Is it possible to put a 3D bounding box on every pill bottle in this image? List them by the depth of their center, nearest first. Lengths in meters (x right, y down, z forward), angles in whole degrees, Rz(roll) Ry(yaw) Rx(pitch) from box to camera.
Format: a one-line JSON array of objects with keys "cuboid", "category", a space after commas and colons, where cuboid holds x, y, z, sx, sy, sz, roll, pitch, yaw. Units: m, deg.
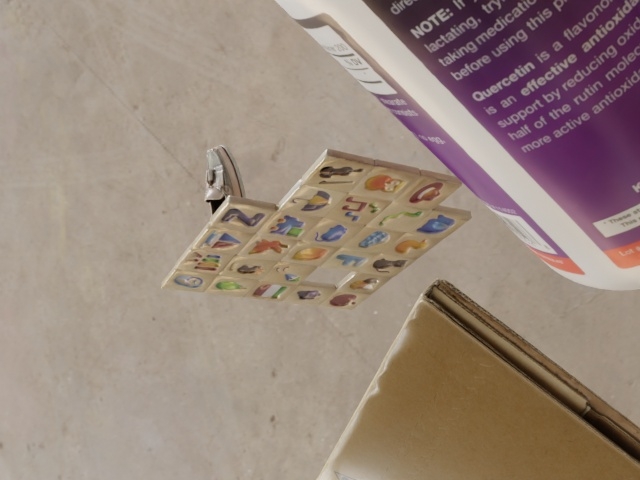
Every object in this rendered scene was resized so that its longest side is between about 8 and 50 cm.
[{"cuboid": [0.097, -0.130, 0.395, 0.181, 0.323, 0.181, -39, 27, 24], "category": "pill bottle"}]

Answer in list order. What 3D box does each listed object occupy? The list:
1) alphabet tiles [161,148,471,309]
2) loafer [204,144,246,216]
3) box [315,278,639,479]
[{"cuboid": [0.000, 0.000, 0.665, 0.237, 0.198, 0.009, -44, 45, 49], "category": "alphabet tiles"}, {"cuboid": [-0.099, -0.036, 0.822, 0.045, 0.039, 0.125, -20, 85, 58], "category": "loafer"}, {"cuboid": [0.077, 0.138, 0.375, 0.164, 0.021, 0.201, 38, 131, 17], "category": "box"}]
